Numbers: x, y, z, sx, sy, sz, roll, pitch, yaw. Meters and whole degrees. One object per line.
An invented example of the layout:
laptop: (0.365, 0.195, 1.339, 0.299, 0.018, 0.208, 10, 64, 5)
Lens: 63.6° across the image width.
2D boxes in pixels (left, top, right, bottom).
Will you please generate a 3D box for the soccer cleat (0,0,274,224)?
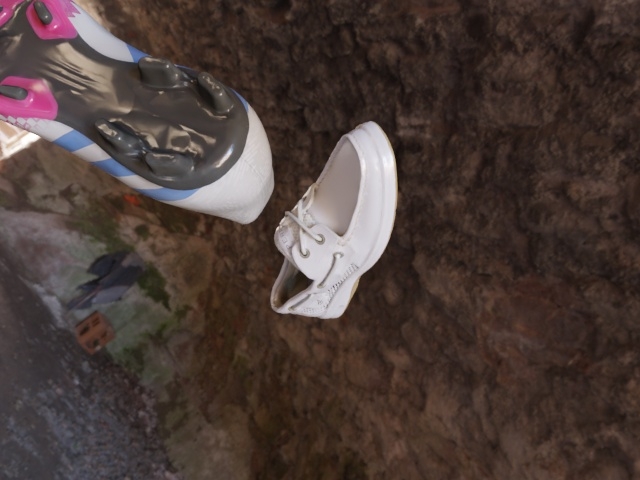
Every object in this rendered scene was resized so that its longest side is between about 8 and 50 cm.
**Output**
soccer cleat: (-0.180, -0.109, 0.420, 0.331, 0.116, 0.143, 32, -10, 18)

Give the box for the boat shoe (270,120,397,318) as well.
boat shoe: (0.000, 0.000, 0.547, 0.277, 0.096, 0.098, 107, -30, -44)
